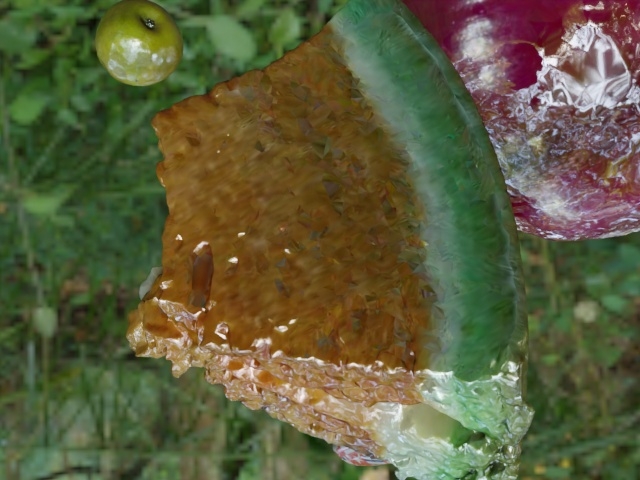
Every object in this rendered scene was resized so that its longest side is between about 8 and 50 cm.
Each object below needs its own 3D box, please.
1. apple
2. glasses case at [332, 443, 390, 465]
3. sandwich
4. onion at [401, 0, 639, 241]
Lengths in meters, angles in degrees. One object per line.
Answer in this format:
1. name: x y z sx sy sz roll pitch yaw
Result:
1. apple: -0.180 -0.199 1.478 0.090 0.089 0.074 3 149 -29
2. glasses case: 0.083 0.163 1.322 0.049 0.073 0.194 45 149 -13
3. sandwich: 0.010 -0.009 0.792 0.212 0.292 0.109 6 156 -5
4. onion: 0.240 -0.180 1.166 0.348 0.347 0.385 5 170 -35
